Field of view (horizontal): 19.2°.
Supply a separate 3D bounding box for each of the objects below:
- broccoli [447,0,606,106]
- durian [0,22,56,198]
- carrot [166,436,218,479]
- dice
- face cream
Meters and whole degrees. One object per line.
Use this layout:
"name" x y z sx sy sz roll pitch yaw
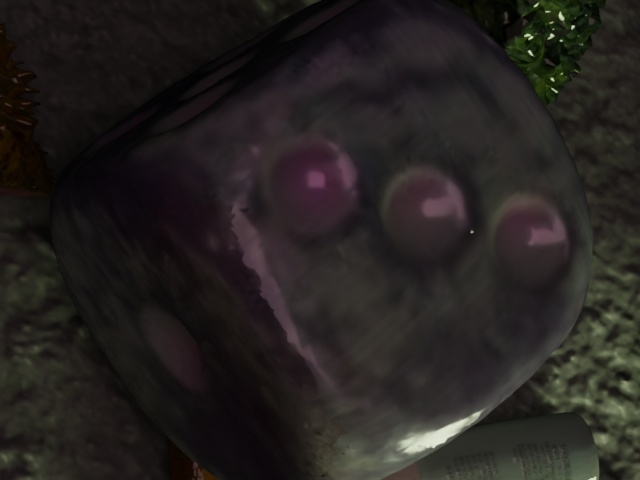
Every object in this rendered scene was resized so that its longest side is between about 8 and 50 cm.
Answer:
"broccoli" 0.098 -0.269 1.378 0.249 0.302 0.375 -47 136 -35
"durian" -0.339 -0.101 1.259 0.341 0.112 0.191 -4 95 -19
"carrot" -0.095 0.158 1.397 0.043 0.043 0.248 -5 92 -21
"dice" 0.000 0.000 1.288 0.271 0.270 0.270 -38 103 -27
"face cream" 0.118 0.187 1.472 0.198 0.057 0.084 -10 95 -18
